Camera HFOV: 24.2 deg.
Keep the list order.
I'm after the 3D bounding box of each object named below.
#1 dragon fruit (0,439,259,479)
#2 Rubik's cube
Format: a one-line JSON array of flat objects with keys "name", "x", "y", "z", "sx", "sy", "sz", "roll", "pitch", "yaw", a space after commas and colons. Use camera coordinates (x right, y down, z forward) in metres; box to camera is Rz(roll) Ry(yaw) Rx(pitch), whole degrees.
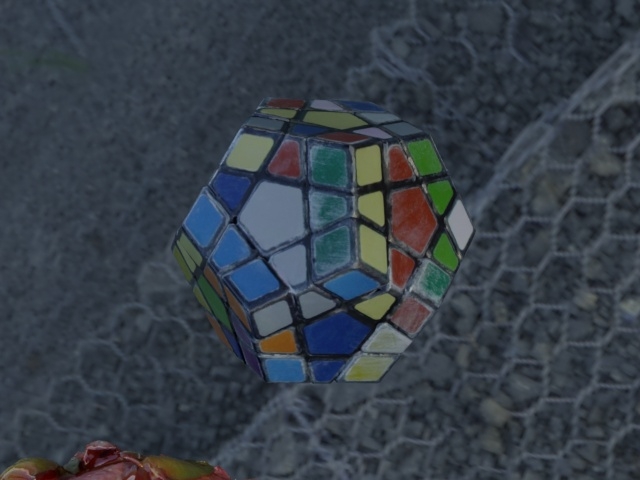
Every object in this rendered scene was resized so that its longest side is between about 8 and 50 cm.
[{"name": "dragon fruit", "x": -0.102, "y": 0.157, "z": 0.660, "sx": 0.150, "sy": 0.208, "sz": 0.133, "roll": 9, "pitch": 90, "yaw": 52}, {"name": "Rubik's cube", "x": 0.000, "y": 0.000, "z": 0.543, "sx": 0.093, "sy": 0.111, "sz": 0.111, "roll": 31, "pitch": 92, "yaw": -3}]
